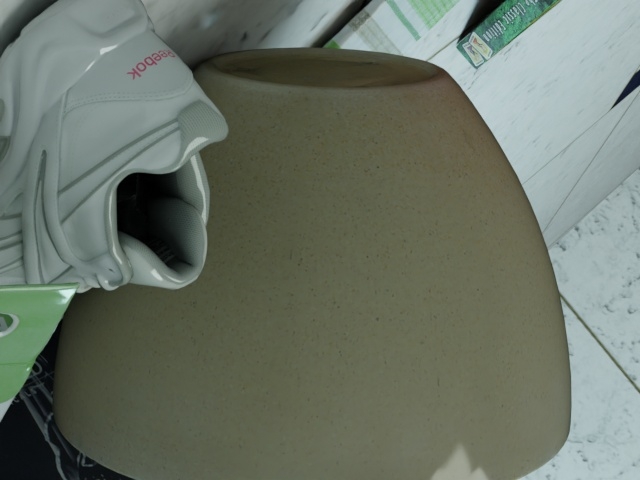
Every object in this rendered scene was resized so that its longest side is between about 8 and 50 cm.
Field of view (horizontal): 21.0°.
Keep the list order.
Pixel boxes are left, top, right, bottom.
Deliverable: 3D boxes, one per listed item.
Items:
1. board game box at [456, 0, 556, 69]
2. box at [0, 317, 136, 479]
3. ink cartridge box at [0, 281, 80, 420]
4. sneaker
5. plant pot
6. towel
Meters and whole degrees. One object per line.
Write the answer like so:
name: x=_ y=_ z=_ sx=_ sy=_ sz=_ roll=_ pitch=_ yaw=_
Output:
board game box: x=0.191 y=-0.204 z=1.216 sx=0.136 sy=0.030 sz=0.259 roll=-37 pitch=180 yaw=-18
box: x=-0.090 y=0.207 z=1.060 sx=0.179 sy=0.312 sz=0.343 roll=-52 pitch=167 yaw=29
ink cartridge box: x=-0.201 y=0.066 z=0.765 sx=0.109 sy=0.062 sz=0.209 roll=1 pitch=138 yaw=-38
sneaker: x=-0.109 y=-0.006 z=0.793 sx=0.090 sy=0.115 sz=0.232 roll=-36 pitch=165 yaw=-37
plant pot: x=0.000 y=0.000 z=0.928 sx=0.284 sy=0.284 sz=0.191 roll=-24 pitch=121 yaw=-59
towel: x=0.050 y=-0.149 z=1.096 sx=0.152 sy=0.023 sz=0.113 roll=-44 pitch=166 yaw=4
